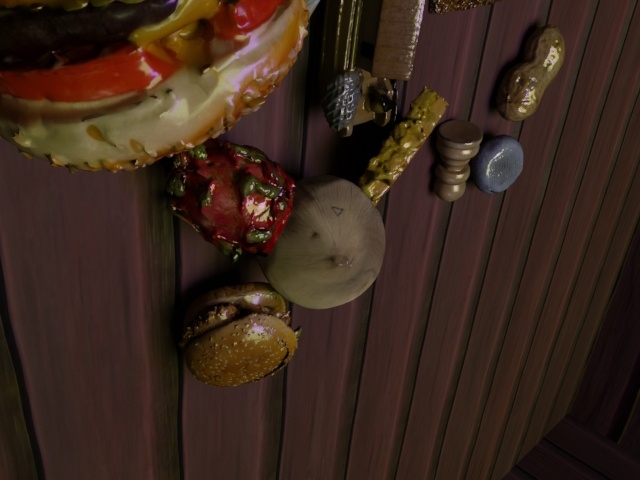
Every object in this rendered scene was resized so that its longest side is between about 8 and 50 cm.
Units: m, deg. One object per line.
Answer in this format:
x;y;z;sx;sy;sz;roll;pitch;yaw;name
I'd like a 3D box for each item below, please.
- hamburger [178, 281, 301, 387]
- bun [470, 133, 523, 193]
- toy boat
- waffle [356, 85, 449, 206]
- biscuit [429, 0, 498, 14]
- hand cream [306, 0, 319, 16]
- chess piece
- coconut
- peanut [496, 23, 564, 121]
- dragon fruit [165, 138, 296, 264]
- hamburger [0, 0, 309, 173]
-0.130;0.151;1.052;0.181;0.118;0.191;-30;142;0;hamburger
0.396;-0.177;1.527;0.140;0.083;0.141;-20;128;-29;bun
0.081;-0.361;0.952;0.135;0.162;0.446;-21;129;-38;toy boat
0.123;-0.139;1.171;0.219;0.057;0.229;-54;178;-7;waffle
0.285;-0.491;1.220;0.236;0.026;0.131;-25;133;-37;biscuit
-0.007;-0.395;0.852;0.147;0.093;0.306;-2;141;-48;hand cream
0.276;-0.158;1.401;0.094;0.094;0.171;-30;142;-34;chess piece
0.000;0.000;1.049;0.224;0.224;0.224;-29;134;-35;coconut
0.463;-0.365;1.465;0.230;0.098;0.103;-59;171;-7;peanut
-0.128;-0.061;0.917;0.160;0.171;0.167;-47;-156;51;dragon fruit
-0.177;-0.228;0.601;0.330;0.330;0.250;-36;135;-29;hamburger
